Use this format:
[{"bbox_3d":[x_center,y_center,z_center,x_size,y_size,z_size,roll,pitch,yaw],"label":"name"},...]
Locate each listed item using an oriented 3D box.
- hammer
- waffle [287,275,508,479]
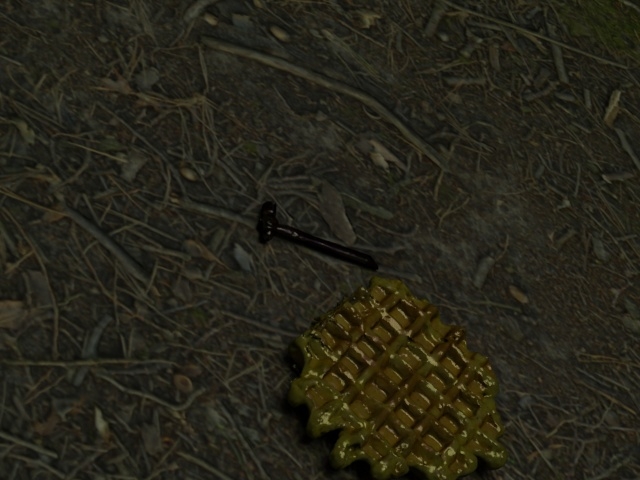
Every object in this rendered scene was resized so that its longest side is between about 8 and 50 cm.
[{"bbox_3d":[0.000,0.000,2.153,0.178,0.021,0.065,19,42,-21],"label":"hammer"},{"bbox_3d":[0.087,0.170,2.022,0.311,0.060,0.307,4,49,-36],"label":"waffle"}]
